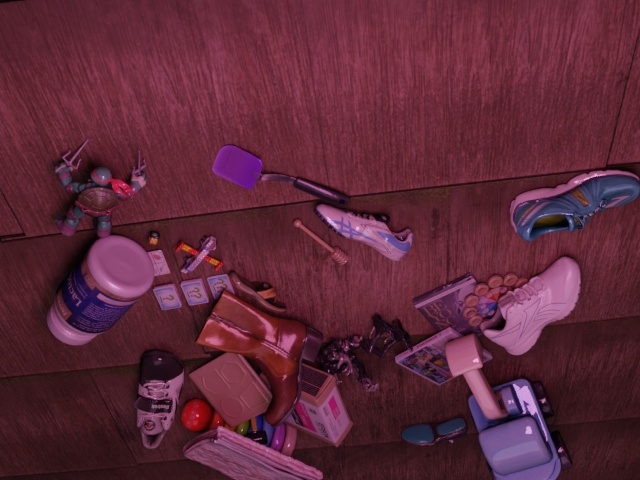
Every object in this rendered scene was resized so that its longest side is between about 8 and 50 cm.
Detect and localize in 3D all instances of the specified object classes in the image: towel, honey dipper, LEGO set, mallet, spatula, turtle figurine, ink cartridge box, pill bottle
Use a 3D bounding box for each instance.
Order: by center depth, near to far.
[{"bbox_3d":[-0.450,-0.097,1.372,0.175,0.118,0.234,18,134,-19],"label":"turtle figurine"},{"bbox_3d":[-0.074,-0.124,1.420,0.296,0.030,0.084,15,129,-16],"label":"spatula"},{"bbox_3d":[-0.497,0.118,1.529,0.153,0.153,0.264,29,128,-26],"label":"pill bottle"},{"bbox_3d":[0.000,0.000,1.541,0.030,0.031,0.160,-35,122,26],"label":"honey dipper"},{"bbox_3d":[-0.309,0.073,1.570,0.182,0.060,0.244,-10,132,0],"label":"LEGO set"},{"bbox_3d":[-0.036,0.426,1.826,0.193,0.088,0.235,16,141,33],"label":"ink cartridge box"},{"bbox_3d":[-0.179,0.473,1.887,0.062,0.039,0.190,-1,89,-11],"label":"mallet"},{"bbox_3d":[-0.196,0.624,1.910,0.331,0.054,0.317,29,147,-13],"label":"towel"}]

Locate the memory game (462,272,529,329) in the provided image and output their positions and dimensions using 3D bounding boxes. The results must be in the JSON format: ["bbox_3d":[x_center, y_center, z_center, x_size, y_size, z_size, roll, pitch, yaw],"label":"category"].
[{"bbox_3d":[0.441,0.154,1.698,0.186,0.012,0.186,-7,128,-8],"label":"memory game"}]

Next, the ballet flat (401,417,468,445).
[{"bbox_3d":[0.347,0.588,2.071,0.203,0.074,0.074,-15,132,7],"label":"ballet flat"}]

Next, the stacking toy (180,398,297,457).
[{"bbox_3d":[-0.238,0.533,1.950,0.330,0.141,0.141,23,127,-17],"label":"stacking toy"}]

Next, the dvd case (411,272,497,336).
[{"bbox_3d":[0.355,0.181,1.733,0.164,0.018,0.221,-28,128,20],"label":"dvd case"}]

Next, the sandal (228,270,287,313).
[{"bbox_3d":[-0.140,0.118,1.621,0.180,0.072,0.049,39,93,-29],"label":"sandal"}]

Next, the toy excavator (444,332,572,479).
[{"bbox_3d":[0.482,0.459,1.807,0.222,0.433,0.445,-23,165,17],"label":"toy excavator"}]

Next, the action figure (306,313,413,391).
[{"bbox_3d":[0.090,0.303,1.748,0.275,0.141,0.164,-35,137,24],"label":"action figure"}]

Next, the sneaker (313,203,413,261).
[{"bbox_3d":[0.094,-0.033,1.489,0.237,0.085,0.086,24,102,-20],"label":"sneaker"}]

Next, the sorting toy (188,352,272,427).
[{"bbox_3d":[-0.230,0.392,1.828,0.208,0.038,0.193,-31,100,32],"label":"sorting toy"}]

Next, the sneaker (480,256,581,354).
[{"bbox_3d":[0.504,0.155,1.642,0.129,0.111,0.297,21,118,-20],"label":"sneaker"}]

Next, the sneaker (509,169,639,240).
[{"bbox_3d":[0.546,-0.064,1.459,0.275,0.110,0.107,-19,131,12],"label":"sneaker"}]

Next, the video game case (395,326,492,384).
[{"bbox_3d":[0.330,0.312,1.830,0.183,0.023,0.201,-35,133,27],"label":"video game case"}]

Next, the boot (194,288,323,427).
[{"bbox_3d":[-0.165,0.286,1.636,0.280,0.096,0.264,23,96,-15],"label":"boot"}]

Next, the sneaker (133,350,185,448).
[{"bbox_3d":[-0.432,0.434,1.833,0.122,0.146,0.331,6,130,-7],"label":"sneaker"}]
